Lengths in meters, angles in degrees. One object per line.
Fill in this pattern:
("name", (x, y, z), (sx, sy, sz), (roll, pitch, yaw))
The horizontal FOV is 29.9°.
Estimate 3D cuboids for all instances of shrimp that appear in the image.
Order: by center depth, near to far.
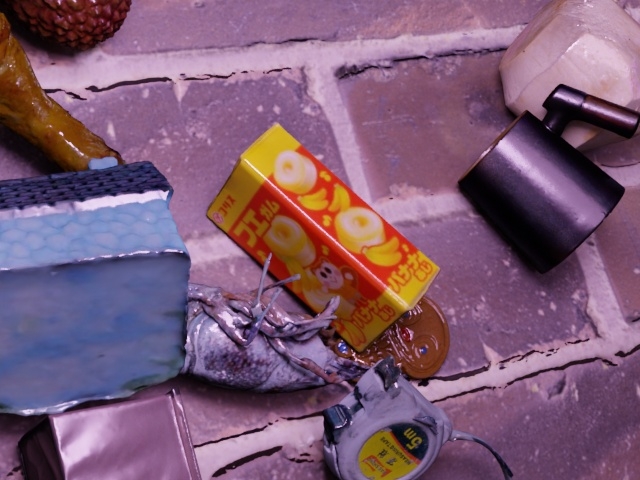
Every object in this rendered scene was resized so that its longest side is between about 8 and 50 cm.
("shrimp", (-0.062, 0.106, 1.419), (0.372, 0.172, 0.137), (2, 64, -18))

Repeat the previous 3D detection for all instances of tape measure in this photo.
("tape measure", (0.126, 0.278, 1.500), (0.330, 0.164, 0.084), (47, 13, -37))

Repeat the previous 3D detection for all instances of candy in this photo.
("candy", (0.000, 0.000, 1.493), (0.276, 0.146, 0.088), (41, 55, 2))

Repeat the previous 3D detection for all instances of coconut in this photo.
("coconut", (0.392, -0.240, 1.756), (0.241, 0.241, 0.241), (9, 66, -22))

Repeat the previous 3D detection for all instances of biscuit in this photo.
("biscuit", (0.097, 0.131, 1.570), (0.175, 0.026, 0.124), (-22, 80, -31))

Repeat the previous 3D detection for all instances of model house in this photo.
("model house", (-0.292, 0.024, 1.295), (0.261, 0.226, 0.241), (-7, 48, -17))

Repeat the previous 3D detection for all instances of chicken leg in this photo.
("chicken leg", (-0.370, -0.181, 1.361), (0.361, 0.211, 0.140), (32, 87, -8))

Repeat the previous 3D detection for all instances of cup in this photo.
("cup", (0.327, -0.099, 1.681), (0.177, 0.166, 0.239), (43, 81, 2))

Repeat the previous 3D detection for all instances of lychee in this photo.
("lychee", (-0.308, -0.329, 1.476), (0.188, 0.188, 0.188), (9, 66, -22))

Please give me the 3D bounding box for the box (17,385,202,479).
("box", (-0.212, 0.301, 1.260), (0.153, 0.188, 0.252), (-7, 75, -28))
